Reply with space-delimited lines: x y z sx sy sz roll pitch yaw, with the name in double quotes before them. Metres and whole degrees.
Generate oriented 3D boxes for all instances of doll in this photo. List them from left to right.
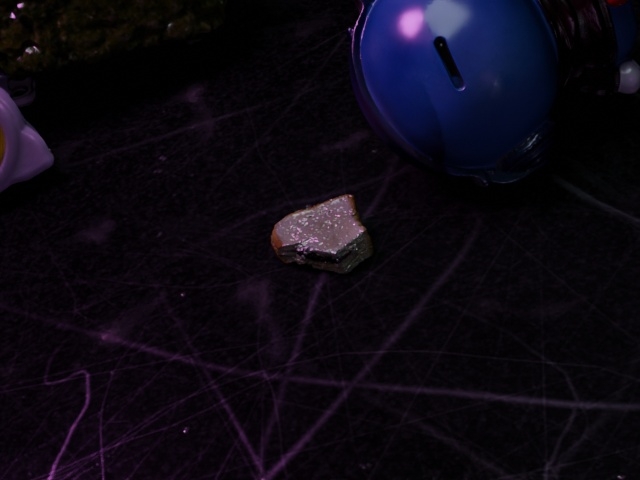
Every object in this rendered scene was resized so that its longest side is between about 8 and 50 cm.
"doll" 0.183 -0.208 1.751 0.310 0.284 0.240 -27 -1 -8

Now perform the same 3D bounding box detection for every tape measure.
"tape measure" -0.433 -0.126 1.891 0.196 0.178 0.105 -25 30 -13

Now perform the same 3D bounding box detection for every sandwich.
"sandwich" 0.000 0.000 1.721 0.105 0.036 0.093 -16 41 0

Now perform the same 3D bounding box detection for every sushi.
"sushi" -0.304 -0.338 2.051 0.352 0.178 0.294 -18 24 -17

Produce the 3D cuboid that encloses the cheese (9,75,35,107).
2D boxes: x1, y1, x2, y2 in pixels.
"cheese" -0.503 -0.164 2.033 0.286 0.082 0.163 -11 41 4
